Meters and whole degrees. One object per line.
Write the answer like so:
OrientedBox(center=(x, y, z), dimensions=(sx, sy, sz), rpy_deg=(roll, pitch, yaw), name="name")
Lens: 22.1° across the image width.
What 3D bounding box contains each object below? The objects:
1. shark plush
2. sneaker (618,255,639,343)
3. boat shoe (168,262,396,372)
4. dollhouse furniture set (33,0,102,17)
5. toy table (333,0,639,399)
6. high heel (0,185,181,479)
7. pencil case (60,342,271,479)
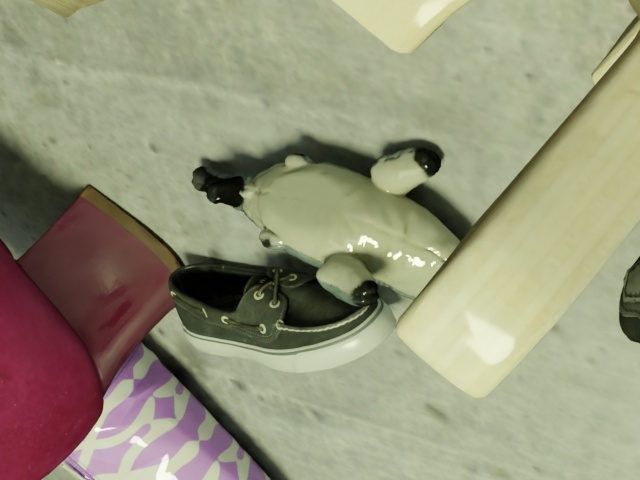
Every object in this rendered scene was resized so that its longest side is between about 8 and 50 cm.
OrientedBox(center=(0.000, 0.000, 0.746), dimensions=(0.161, 0.073, 0.067), rpy_deg=(6, 162, 33), name="shark plush")
OrientedBox(center=(0.208, 0.089, 0.608), dimensions=(0.276, 0.097, 0.135), rpy_deg=(53, 143, -13), name="sneaker")
OrientedBox(center=(-0.025, 0.034, 0.807), dimensions=(0.142, 0.049, 0.040), rpy_deg=(0, 128, 46), name="boat shoe")
OrientedBox(center=(-0.100, -0.211, 0.621), dimensions=(0.161, 0.101, 0.182), rpy_deg=(-38, 64, 15), name="dollhouse furniture set")
OrientedBox(center=(0.110, -0.073, 0.422), dimensions=(0.274, 0.252, 0.161), rpy_deg=(47, 123, 11), name="toy table")
OrientedBox(center=(-0.265, -0.016, 0.860), dimensions=(0.377, 0.181, 0.127), rpy_deg=(30, 143, 15), name="high heel")
OrientedBox(center=(-0.075, 0.152, 0.945), dimensions=(0.206, 0.088, 0.086), rpy_deg=(47, 146, -9), name="pencil case")
